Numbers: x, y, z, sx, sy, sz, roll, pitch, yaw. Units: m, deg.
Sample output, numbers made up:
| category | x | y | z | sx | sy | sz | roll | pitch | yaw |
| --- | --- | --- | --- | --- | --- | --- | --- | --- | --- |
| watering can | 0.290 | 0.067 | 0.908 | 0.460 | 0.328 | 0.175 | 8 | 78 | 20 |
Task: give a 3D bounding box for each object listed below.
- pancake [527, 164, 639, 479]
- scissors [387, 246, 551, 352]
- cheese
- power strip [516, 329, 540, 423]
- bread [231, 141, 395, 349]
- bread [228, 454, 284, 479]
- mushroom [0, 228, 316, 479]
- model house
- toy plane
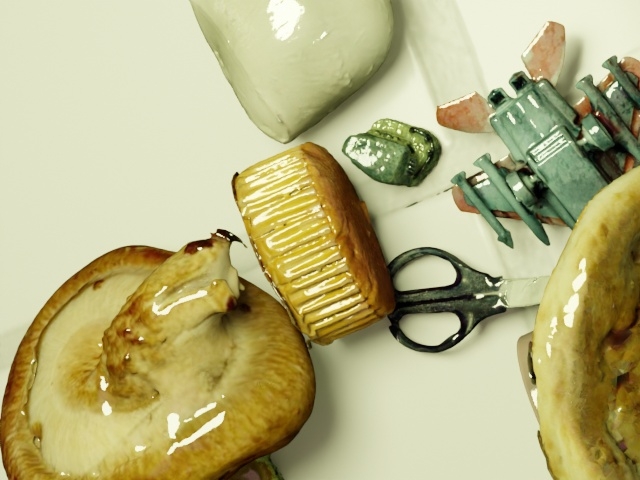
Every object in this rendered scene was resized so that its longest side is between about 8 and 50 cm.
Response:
| category | x | y | z | sx | sy | sz | roll | pitch | yaw |
| --- | --- | --- | --- | --- | --- | --- | --- | --- | --- |
| pancake | 0.358 | 0.119 | 1.121 | 0.382 | 0.071 | 0.382 | 1 | 84 | -13 |
| scissors | 0.187 | 0.052 | 1.244 | 0.300 | 0.022 | 0.109 | -7 | 91 | 39 |
| cheese | -0.025 | -0.219 | 1.274 | 0.189 | 0.154 | 0.198 | -31 | 83 | 13 |
| power strip | 0.246 | 0.147 | 1.204 | 0.078 | 0.154 | 0.154 | -24 | 86 | 18 |
| bread | 0.000 | 0.000 | 1.266 | 0.104 | 0.199 | 0.199 | -26 | 85 | 10 |
| bread | -0.103 | 0.281 | 1.382 | 0.140 | 0.069 | 0.128 | -28 | 84 | 18 |
| mushroom | -0.181 | 0.131 | 1.281 | 0.345 | 0.260 | 0.346 | -13 | 53 | 18 |
| model house | 0.070 | -0.089 | 1.286 | 0.078 | 0.083 | 0.066 | 25 | 100 | 17 |
| toy plane | 0.260 | -0.037 | 1.213 | 0.223 | 0.104 | 0.326 | -37 | 82 | 17 |
